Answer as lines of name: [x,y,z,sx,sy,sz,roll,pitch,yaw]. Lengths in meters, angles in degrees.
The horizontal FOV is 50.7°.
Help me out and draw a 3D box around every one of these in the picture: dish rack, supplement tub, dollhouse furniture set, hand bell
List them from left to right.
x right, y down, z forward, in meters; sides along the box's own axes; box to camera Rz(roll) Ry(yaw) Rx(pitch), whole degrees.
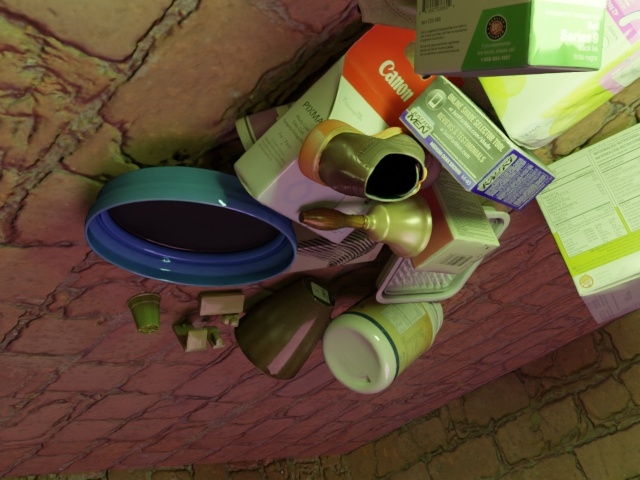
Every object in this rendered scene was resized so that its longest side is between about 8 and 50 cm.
dollhouse furniture set: [-0.295,0.188,1.764,0.144,0.123,0.151,-1,113,-29]
hand bell: [0.067,-0.032,1.186,0.241,0.126,0.126,2,146,-36]
supplement tub: [0.177,0.252,1.854,0.316,0.228,0.228,-29,167,-46]
dish rack: [0.296,0.027,1.722,0.285,0.072,0.333,-1,135,-31]

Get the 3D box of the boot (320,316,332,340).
boot: [-0.081,0.298,2.056,0.208,0.076,0.190,-10,154,-29]

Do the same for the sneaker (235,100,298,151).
sneaker: [-0.036,-0.146,1.244,0.161,0.102,0.282,-22,152,1]

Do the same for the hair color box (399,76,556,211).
hair color box: [0.296,-0.165,1.227,0.110,0.185,0.338,-46,156,18]

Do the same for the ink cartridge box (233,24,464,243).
ink cartridge box: [0.081,-0.178,1.153,0.385,0.091,0.308,-42,151,12]

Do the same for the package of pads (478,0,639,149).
package of pads: [0.390,-0.311,1.058,0.101,0.229,0.296,12,140,-44]

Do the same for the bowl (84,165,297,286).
bowl: [-0.237,-0.017,1.271,0.390,0.077,0.391,2,155,1]

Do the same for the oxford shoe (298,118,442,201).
oxford shoe: [0.119,-0.106,1.097,0.363,0.132,0.130,-7,123,-53]

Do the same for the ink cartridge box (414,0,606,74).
ink cartridge box: [0.217,-0.341,0.780,0.121,0.289,0.211,-5,-167,-26]

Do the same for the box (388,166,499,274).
box: [0.245,-0.060,1.417,0.148,0.233,0.127,8,143,-39]

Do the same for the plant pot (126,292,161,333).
plant pot: [-0.417,0.180,1.622,0.083,0.079,0.083,-15,153,-8]

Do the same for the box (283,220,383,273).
box: [0.000,0.000,1.528,0.274,0.094,0.113,-9,151,-18]

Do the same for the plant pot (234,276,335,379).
plant pot: [-0.073,0.210,1.779,0.215,0.215,0.230,18,121,-48]

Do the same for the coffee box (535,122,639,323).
coffee box: [0.746,-0.038,1.643,0.338,0.335,0.337,-26,152,18]

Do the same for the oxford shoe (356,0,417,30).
oxford shoe: [0.119,-0.354,0.955,0.130,0.123,0.348,-33,139,33]
